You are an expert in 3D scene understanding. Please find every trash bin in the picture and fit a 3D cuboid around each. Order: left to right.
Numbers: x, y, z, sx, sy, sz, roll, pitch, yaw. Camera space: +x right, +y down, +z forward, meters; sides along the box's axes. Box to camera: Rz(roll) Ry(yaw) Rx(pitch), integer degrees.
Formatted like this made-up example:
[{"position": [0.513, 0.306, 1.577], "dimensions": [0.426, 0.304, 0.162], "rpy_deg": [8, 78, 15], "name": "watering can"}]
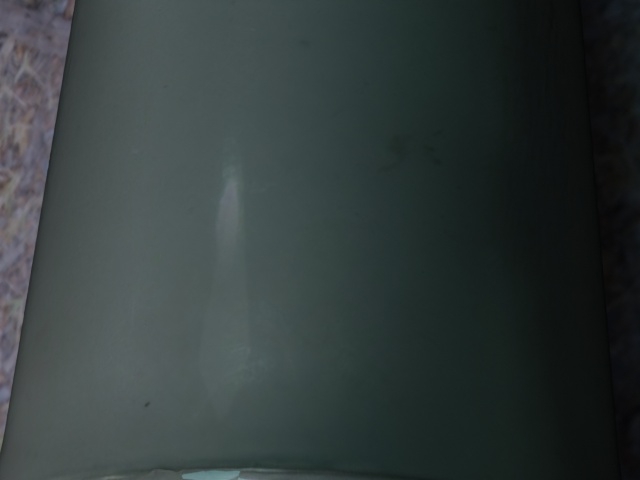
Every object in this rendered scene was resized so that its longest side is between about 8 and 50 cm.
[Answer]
[{"position": [0.000, 0.000, 0.741], "dimensions": [0.280, 0.280, 0.432], "rpy_deg": [-13, 64, 34], "name": "trash bin"}]
